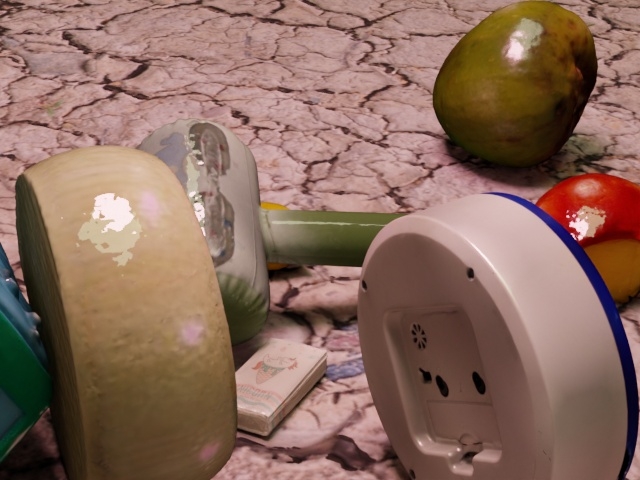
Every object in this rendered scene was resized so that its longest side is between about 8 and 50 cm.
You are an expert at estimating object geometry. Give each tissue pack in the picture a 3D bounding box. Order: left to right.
[{"bbox_3d":[-0.041,0.115,1.042,0.056,0.023,0.108,13,29,21],"label":"tissue pack"}]

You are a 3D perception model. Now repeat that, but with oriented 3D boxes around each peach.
[{"bbox_3d":[0.245,-0.004,1.213,0.118,0.151,0.151,42,16,-23],"label":"peach"}]

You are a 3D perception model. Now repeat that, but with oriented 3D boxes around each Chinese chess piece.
[{"bbox_3d":[-0.139,0.059,0.897,0.101,0.250,0.250,-12,31,-19],"label":"Chinese chess piece"}]

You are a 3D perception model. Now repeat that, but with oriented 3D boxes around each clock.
[{"bbox_3d":[0.111,0.086,0.888,0.083,0.230,0.230,-18,33,-25],"label":"clock"}]

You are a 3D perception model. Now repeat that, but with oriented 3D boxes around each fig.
[{"bbox_3d":[0.212,-0.170,1.446,0.191,0.181,0.181,-6,17,40],"label":"fig"}]

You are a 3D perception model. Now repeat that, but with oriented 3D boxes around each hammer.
[{"bbox_3d":[0.000,0.000,1.139,0.336,0.119,0.206,3,52,-13],"label":"hammer"}]

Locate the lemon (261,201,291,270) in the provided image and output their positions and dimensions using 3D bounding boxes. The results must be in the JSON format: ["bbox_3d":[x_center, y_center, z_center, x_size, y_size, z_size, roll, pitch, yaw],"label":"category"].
[{"bbox_3d":[-0.047,-0.003,1.228,0.092,0.065,0.065,14,30,21],"label":"lemon"}]

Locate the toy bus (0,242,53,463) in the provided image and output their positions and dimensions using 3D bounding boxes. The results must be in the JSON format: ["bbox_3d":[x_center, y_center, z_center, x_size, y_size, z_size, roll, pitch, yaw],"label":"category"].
[{"bbox_3d":[-0.326,0.041,0.940,0.199,0.183,0.343,-36,37,-6],"label":"toy bus"}]
